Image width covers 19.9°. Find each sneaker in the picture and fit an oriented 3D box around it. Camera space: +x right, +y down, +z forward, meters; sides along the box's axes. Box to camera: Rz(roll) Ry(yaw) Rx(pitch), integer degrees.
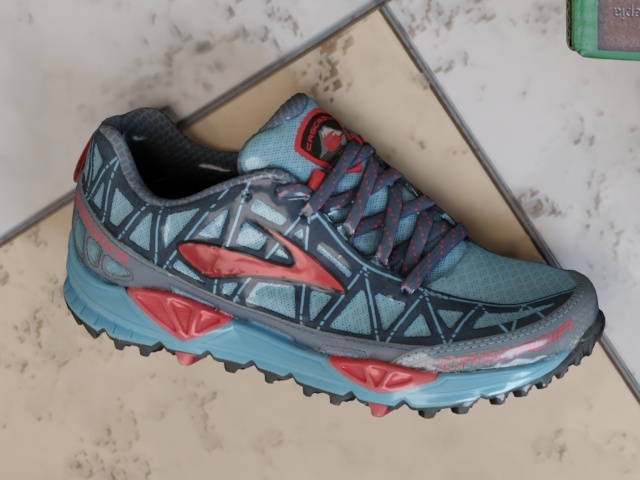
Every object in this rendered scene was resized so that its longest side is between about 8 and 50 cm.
[{"bbox_3d":[0.000,0.000,0.828,0.261,0.104,0.125,9,113,16],"label":"sneaker"}]

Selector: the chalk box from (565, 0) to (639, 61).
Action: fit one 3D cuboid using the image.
[{"bbox_3d":[0.161,-0.140,0.646,0.132,0.213,0.132,5,114,17],"label":"chalk box"}]
